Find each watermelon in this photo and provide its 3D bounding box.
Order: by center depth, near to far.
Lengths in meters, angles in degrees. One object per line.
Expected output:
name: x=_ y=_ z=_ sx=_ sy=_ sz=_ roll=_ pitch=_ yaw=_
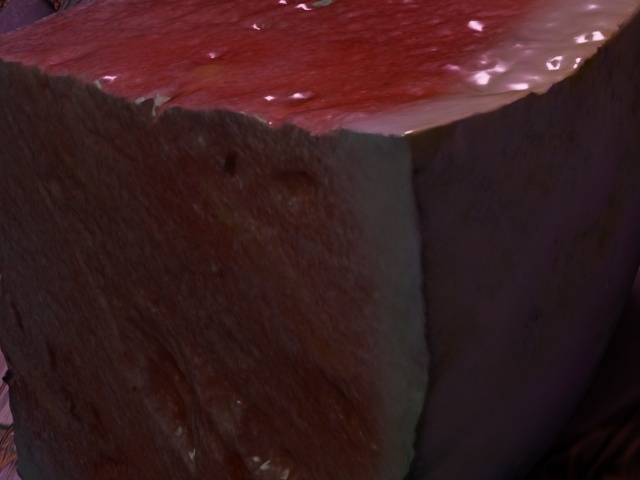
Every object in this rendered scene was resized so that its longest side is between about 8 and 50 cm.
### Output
watermelon: x=0.000 y=0.000 z=0.467 sx=0.260 sy=0.176 sz=0.256 roll=33 pitch=98 yaw=54
